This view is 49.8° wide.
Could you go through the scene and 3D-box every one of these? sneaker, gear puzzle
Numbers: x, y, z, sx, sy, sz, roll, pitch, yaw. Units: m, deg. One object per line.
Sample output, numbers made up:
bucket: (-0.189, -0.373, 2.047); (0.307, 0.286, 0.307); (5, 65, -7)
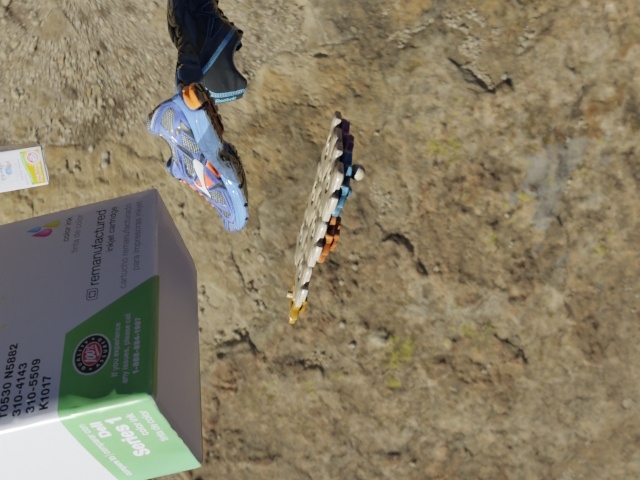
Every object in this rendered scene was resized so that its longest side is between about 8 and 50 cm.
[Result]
sneaker: (-0.233, -0.427, 1.395); (0.140, 0.125, 0.341); (-4, 77, -18)
gear puzzle: (0.000, 0.000, 0.983); (0.044, 0.175, 0.339); (11, 129, -9)
sneaker: (-0.152, -0.099, 0.892); (0.087, 0.083, 0.221); (-15, 128, 7)

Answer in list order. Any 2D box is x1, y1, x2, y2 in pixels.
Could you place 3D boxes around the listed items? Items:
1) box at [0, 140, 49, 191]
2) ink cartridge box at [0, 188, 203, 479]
box: (-0.819, -0.185, 1.773); (0.203, 0.114, 0.103); (-14, 110, -26)
ink cartridge box: (-0.244, 0.093, 0.543); (0.278, 0.201, 0.117); (-13, 138, 2)
